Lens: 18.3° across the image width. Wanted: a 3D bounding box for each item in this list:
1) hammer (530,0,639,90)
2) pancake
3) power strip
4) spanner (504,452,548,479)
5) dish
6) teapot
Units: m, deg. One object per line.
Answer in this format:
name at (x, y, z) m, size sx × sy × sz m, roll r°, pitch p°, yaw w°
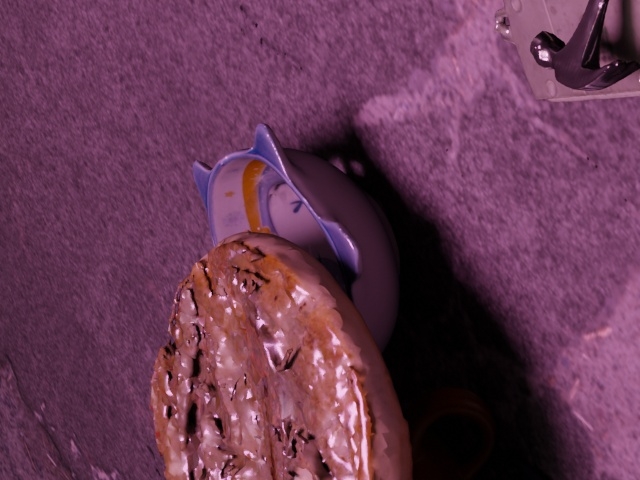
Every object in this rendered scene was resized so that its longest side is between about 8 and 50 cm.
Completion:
hammer at (0.164, -0.174, 1.069) m, size 0.078 × 0.021 × 0.201 m, roll 44°, pitch 126°, yaw 52°
pancake at (-0.035, 0.179, 1.501) m, size 0.382 × 0.071 × 0.382 m, roll 34°, pitch 129°, yaw 58°
power strip at (0.197, -0.123, 1.102) m, size 0.272 × 0.052 × 0.078 m, roll 1°, pitch 113°, yaw 60°
spanner at (0.201, 0.214, 1.427) m, size 0.208 × 0.012 × 0.046 m, roll 40°, pitch 144°, yaw 41°
dish at (0.000, 0.000, 1.520) m, size 0.236 × 0.086 × 0.228 m, roll 20°, pitch 129°, yaw 54°
teapot at (0.080, 0.213, 1.540) m, size 0.178 × 0.135 × 0.252 m, roll -103°, pitch 28°, yaw -53°
